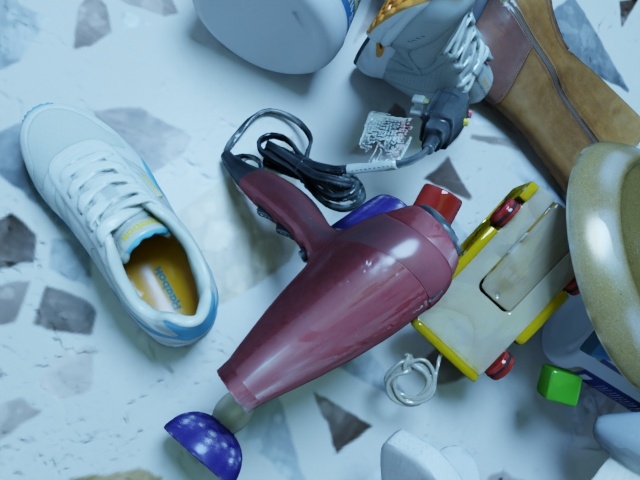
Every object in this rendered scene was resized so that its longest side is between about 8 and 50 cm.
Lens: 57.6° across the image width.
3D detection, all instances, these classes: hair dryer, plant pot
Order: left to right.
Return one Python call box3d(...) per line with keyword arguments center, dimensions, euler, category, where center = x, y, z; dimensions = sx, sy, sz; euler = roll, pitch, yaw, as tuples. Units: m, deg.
box3d(center=(0.000, 0.000, 0.464), dimensions=(0.080, 0.224, 0.293), euler=(60, 38, -43), category="hair dryer")
box3d(center=(0.293, 0.020, 0.505), dimensions=(0.236, 0.032, 0.236), euler=(13, 69, -34), category="plant pot")

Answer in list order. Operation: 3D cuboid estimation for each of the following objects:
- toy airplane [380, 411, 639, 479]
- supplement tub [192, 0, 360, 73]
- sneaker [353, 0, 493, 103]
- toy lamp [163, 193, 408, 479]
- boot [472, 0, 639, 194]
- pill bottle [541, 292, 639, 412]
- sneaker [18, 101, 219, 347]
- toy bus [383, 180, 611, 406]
box3d(center=(0.192, 0.247, 0.361), dimensions=(0.385, 0.272, 0.386), euler=(7, 41, -10), category="toy airplane")
box3d(center=(-0.019, -0.274, 0.539), dimensions=(0.144, 0.144, 0.199), euler=(25, 71, -11), category="supplement tub")
box3d(center=(0.108, -0.170, 0.495), dimensions=(0.121, 0.262, 0.099), euler=(35, 97, -4), category="sneaker")
box3d(center=(-0.012, 0.068, 0.493), dimensions=(0.080, 0.080, 0.274), euler=(43, 67, -4), category="toy lamp")
box3d(center=(0.277, -0.218, 0.651), dimensions=(0.280, 0.096, 0.264), euler=(41, 68, -6), category="boot")
box3d(center=(0.317, 0.120, 0.581), dimensions=(0.169, 0.094, 0.094), euler=(32, 69, -9), category="pill bottle")
box3d(center=(-0.154, -0.021, 0.460), dimensions=(0.087, 0.092, 0.228), euler=(-37, 89, -21), category="sneaker")
box3d(center=(0.156, 0.045, 0.537), dimensions=(0.202, 0.104, 0.190), euler=(-1, 89, 3), category="toy bus")
